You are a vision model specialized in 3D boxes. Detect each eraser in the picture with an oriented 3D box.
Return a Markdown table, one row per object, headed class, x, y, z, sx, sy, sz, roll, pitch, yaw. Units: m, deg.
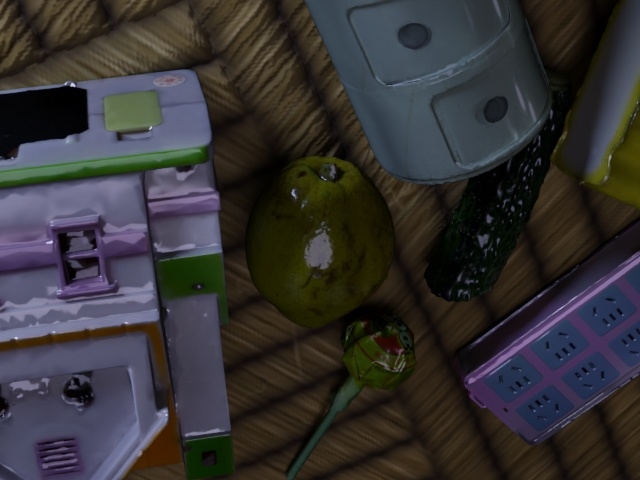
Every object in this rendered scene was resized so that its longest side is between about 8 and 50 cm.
| class | x | y | z | sx | sy | sz | roll | pitch | yaw |
| --- | --- | --- | --- | --- | --- | --- | --- | --- | --- |
| eraser | 0.287 | -0.084 | 0.938 | 0.226 | 0.069 | 0.158 | 15 | 102 | -26 |

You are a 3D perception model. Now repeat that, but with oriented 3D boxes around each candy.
| class | x | y | z | sx | sy | sz | roll | pitch | yaw |
| --- | --- | --- | --- | --- | --- | --- | --- | --- | --- |
| candy | 0.015 | 0.132 | 1.077 | 0.058 | 0.062 | 0.194 | -25 | 154 | -52 |

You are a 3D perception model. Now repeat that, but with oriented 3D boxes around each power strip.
| class | x | y | z | sx | sy | sz | roll | pitch | yaw |
| --- | --- | --- | --- | --- | --- | --- | --- | --- | --- |
| power strip | 0.237 | 0.059 | 1.073 | 0.279 | 0.037 | 0.109 | -38 | 122 | 14 |

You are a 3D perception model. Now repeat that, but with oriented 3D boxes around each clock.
| class | x | y | z | sx | sy | sz | roll | pitch | yaw |
| --- | --- | --- | --- | --- | --- | --- | --- | --- | --- |
| clock | -0.180 | 0.058 | 0.915 | 0.235 | 0.166 | 0.309 | -7 | 117 | -7 |

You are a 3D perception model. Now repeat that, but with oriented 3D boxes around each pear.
| class | x | y | z | sx | sy | sz | roll | pitch | yaw |
| --- | --- | --- | --- | --- | --- | --- | --- | --- | --- |
| pear | 0.000 | 0.000 | 0.945 | 0.107 | 0.107 | 0.131 | 3 | 132 | -13 |

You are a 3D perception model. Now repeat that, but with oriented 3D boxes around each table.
| class | x | y | z | sx | sy | sz | roll | pitch | yaw |
| --- | --- | --- | --- | --- | --- | --- | --- | --- | --- |
| table | 0.055 | -0.157 | 0.839 | 0.126 | 0.126 | 0.220 | -24 | 124 | 5 |

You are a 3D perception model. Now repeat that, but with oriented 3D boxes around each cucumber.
| class | x | y | z | sx | sy | sz | roll | pitch | yaw |
| --- | --- | --- | --- | --- | --- | --- | --- | --- | --- |
| cucumber | 0.131 | -0.040 | 0.976 | 0.058 | 0.058 | 0.187 | 9 | 122 | -17 |
